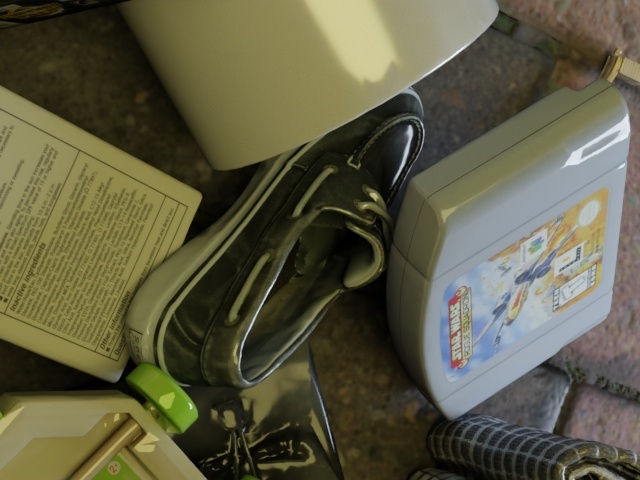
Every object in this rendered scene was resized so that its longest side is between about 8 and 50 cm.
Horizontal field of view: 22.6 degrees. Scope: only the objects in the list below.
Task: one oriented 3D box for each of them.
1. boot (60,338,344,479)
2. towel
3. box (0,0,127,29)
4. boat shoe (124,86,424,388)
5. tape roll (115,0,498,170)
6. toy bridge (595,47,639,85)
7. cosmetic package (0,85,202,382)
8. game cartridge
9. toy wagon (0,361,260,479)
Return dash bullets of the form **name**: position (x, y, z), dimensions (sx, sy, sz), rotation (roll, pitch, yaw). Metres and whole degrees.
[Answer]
- **boot**: position (-0.185, 0.285, 1.206), dimensions (0.445, 0.146, 0.367), rotation (-16, 112, -29)
- **towel**: position (0.238, 0.238, 1.299), dimensions (0.284, 0.235, 0.121), rotation (28, 79, -20)
- **box**: position (-0.177, -0.299, 1.051), dimensions (0.073, 0.293, 0.295), rotation (-3, 87, -57)
- **boat shoe**: position (0.000, 0.000, 1.203), dimensions (0.335, 0.119, 0.121), rotation (-50, 141, -31)
- **tape roll**: position (-0.016, -0.183, 1.160), dimensions (0.246, 0.246, 0.169), rotation (-34, 105, -15)
- **toy bridge**: position (0.224, -0.077, 1.376), dimensions (0.063, 0.026, 0.188), rotation (21, 87, -20)
- **cosmetic package**: position (-0.249, -0.030, 1.105), dimensions (0.309, 0.113, 0.160), rotation (30, 82, -40)
- **game cartridge**: position (0.143, 0.022, 1.244), dimensions (0.198, 0.062, 0.297), rotation (-35, 148, -17)
- **toy wagon**: position (-0.182, 0.203, 1.075), dimensions (0.267, 0.068, 0.344), rotation (-45, 112, -16)
